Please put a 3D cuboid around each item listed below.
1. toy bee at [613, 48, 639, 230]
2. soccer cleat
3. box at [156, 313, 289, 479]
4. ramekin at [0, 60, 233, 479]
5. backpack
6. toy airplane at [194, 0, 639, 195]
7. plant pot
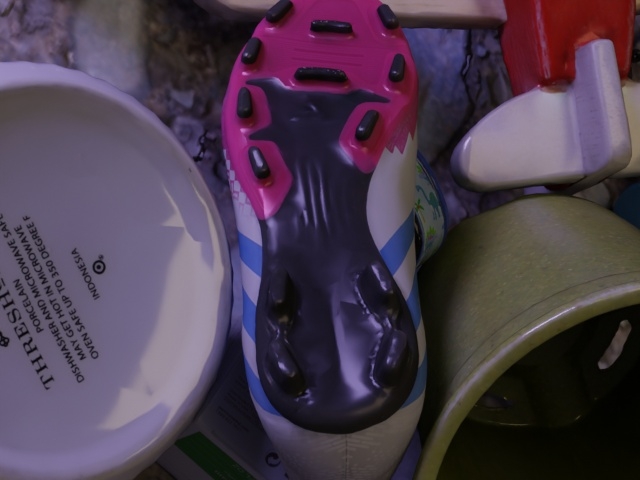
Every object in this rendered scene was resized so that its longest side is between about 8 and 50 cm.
[{"bbox_3d":[0.290,-0.034,1.175,0.195,0.162,0.298,-41,99,-33],"label":"toy bee"},{"bbox_3d":[0.000,0.000,0.916,0.116,0.143,0.331,0,52,0],"label":"soccer cleat"},{"bbox_3d":[-0.034,0.110,0.966,0.101,0.087,0.102,42,58,-14],"label":"box"},{"bbox_3d":[-0.169,0.026,0.857,0.273,0.127,0.272,4,83,-36],"label":"ramekin"},{"bbox_3d":[0.025,-0.015,1.028,0.105,0.114,0.084,60,35,-1],"label":"backpack"},{"bbox_3d":[0.149,-0.212,1.097,0.386,0.272,0.384,40,88,-20],"label":"toy airplane"},{"bbox_3d":[0.163,0.096,0.966,0.276,0.254,0.276,-4,114,-8],"label":"plant pot"}]
